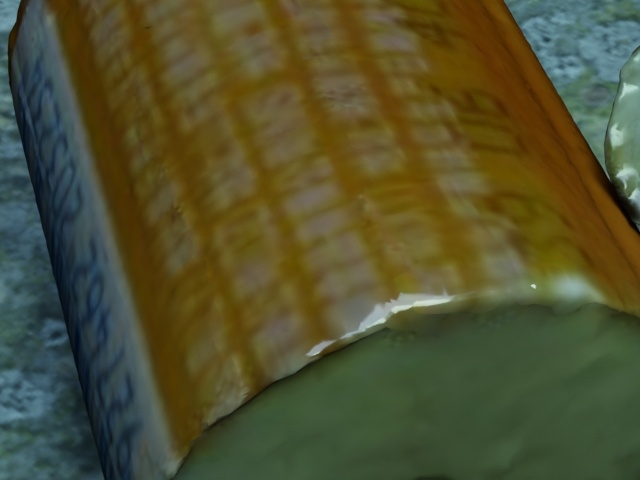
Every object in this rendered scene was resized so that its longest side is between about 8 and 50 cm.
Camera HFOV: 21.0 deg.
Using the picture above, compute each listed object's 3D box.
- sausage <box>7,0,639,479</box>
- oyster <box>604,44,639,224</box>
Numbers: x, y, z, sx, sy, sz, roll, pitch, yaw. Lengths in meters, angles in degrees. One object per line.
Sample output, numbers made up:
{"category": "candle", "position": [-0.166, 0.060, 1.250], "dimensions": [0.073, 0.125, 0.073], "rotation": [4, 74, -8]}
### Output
{"category": "sausage", "position": [0.000, 0.000, 0.723], "dimensions": [0.233, 0.233, 0.287], "rotation": [-12, 47, -12]}
{"category": "oyster", "position": [0.304, -0.033, 0.684], "dimensions": [0.396, 0.111, 0.204], "rotation": [-17, 59, -24]}
